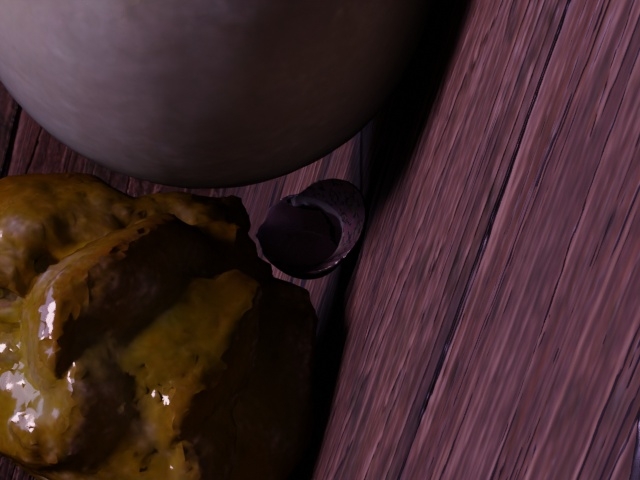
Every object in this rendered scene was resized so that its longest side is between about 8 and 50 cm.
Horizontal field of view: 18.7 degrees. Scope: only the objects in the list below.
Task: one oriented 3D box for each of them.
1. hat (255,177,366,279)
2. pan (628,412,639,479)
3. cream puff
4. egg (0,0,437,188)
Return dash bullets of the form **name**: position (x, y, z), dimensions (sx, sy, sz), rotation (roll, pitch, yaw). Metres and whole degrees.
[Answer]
- **hat**: position (0.003, 0.000, 1.092), dimensions (0.087, 0.042, 0.058), rotation (-6, 64, 47)
- **pan**: position (0.066, 0.062, 0.344), dimensions (0.136, 0.028, 0.235), rotation (-85, 14, -62)
- **cream puff**: position (-0.106, 0.068, 1.057), dimensions (0.244, 0.244, 0.196), rotation (-105, 24, -78)
- **egg**: position (-0.062, -0.155, 1.006), dimensions (0.352, 0.259, 0.258), rotation (-136, 62, -84)
